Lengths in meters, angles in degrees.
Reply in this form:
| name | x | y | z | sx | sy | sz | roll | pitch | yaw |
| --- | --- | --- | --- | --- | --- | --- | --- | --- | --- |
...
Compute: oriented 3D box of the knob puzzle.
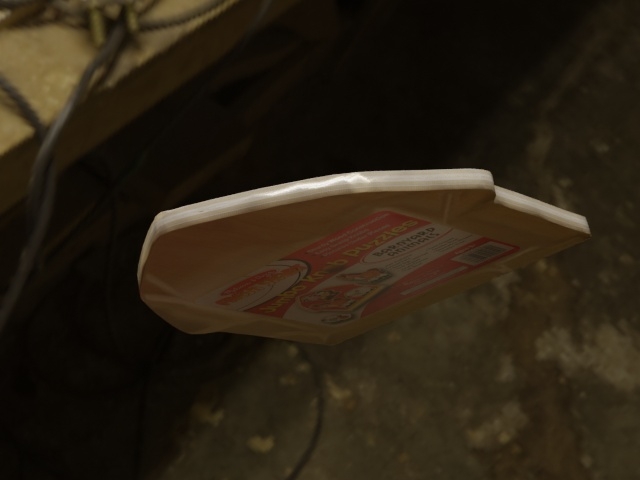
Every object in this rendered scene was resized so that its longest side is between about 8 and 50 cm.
| name | x | y | z | sx | sy | sz | roll | pitch | yaw |
| --- | --- | --- | --- | --- | --- | --- | --- | --- | --- |
| knob puzzle | 0.000 | 0.000 | 0.656 | 0.213 | 0.213 | 0.030 | 3 | 66 | -31 |
